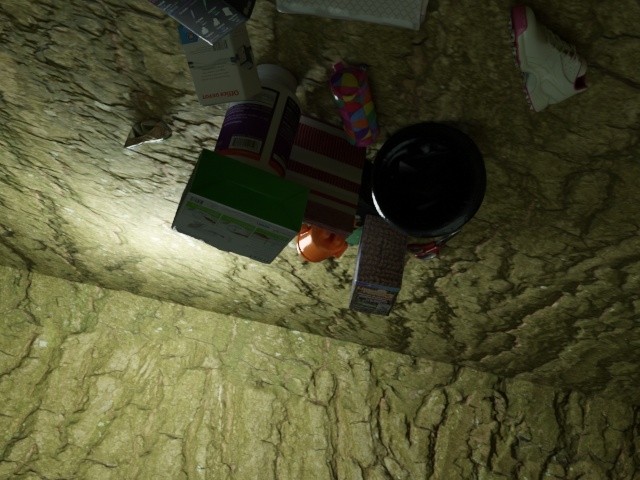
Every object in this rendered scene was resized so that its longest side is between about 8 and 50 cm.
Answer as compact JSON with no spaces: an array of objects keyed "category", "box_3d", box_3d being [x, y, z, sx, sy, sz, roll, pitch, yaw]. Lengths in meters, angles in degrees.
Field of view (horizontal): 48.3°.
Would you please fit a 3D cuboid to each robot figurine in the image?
[{"category":"robot figurine","box_3d":[0.002,0.001,2.355,0.158,0.128,0.219,-10,169,-30]}]

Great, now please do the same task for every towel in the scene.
[{"category":"towel","box_3d":[-0.005,-0.178,1.875,0.237,0.328,0.037,19,147,-12]},{"category":"towel","box_3d":[0.060,-0.545,1.387,0.332,0.053,0.317,10,155,5]}]

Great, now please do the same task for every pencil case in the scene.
[{"category":"pencil case","box_3d":[0.088,-0.334,1.780,0.105,0.104,0.236,6,153,16]}]

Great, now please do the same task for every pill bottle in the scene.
[{"category":"pill bottle","box_3d":[-0.152,-0.268,1.761,0.182,0.322,0.181,11,155,5]}]

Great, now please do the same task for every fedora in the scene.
[{"category":"fedora","box_3d":[0.306,-0.159,1.916,0.334,0.333,0.153,-6,180,36]}]

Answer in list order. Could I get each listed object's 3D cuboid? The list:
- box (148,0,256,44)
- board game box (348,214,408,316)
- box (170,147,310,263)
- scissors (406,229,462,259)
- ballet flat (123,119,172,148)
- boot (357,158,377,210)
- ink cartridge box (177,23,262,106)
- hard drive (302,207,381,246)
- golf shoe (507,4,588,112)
[{"category":"box","box_3d":[-0.262,-0.545,1.409,0.270,0.165,0.143,29,152,-32]},{"category":"board game box","box_3d":[0.187,0.087,2.325,0.141,0.231,0.291,10,156,1]},{"category":"box","box_3d":[-0.192,-0.068,1.663,0.262,0.126,0.231,20,154,-13]},{"category":"scissors","box_3d":[0.416,0.015,2.464,0.109,0.021,0.297,29,150,-26]},{"category":"ballet flat","box_3d":[-0.532,-0.327,2.165,0.206,0.073,0.067,-8,121,34]},{"category":"boot","box_3d":[0.010,-0.176,2.098,0.348,0.131,0.260,27,157,-28]},{"category":"ink cartridge box","box_3d":[-0.232,-0.419,1.654,0.140,0.082,0.190,-1,114,30]},{"category":"hard drive","box_3d":[0.100,-0.086,2.346,0.237,0.064,0.339,22,154,-20]},{"category":"golf shoe","box_3d":[0.471,-0.387,1.475,0.140,0.115,0.306,-11,154,23]}]
